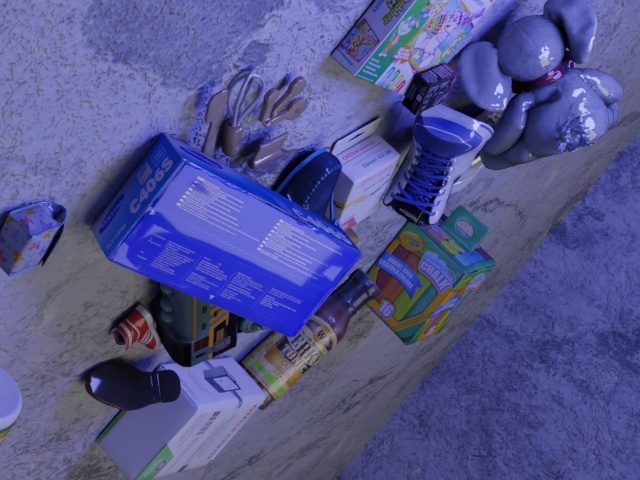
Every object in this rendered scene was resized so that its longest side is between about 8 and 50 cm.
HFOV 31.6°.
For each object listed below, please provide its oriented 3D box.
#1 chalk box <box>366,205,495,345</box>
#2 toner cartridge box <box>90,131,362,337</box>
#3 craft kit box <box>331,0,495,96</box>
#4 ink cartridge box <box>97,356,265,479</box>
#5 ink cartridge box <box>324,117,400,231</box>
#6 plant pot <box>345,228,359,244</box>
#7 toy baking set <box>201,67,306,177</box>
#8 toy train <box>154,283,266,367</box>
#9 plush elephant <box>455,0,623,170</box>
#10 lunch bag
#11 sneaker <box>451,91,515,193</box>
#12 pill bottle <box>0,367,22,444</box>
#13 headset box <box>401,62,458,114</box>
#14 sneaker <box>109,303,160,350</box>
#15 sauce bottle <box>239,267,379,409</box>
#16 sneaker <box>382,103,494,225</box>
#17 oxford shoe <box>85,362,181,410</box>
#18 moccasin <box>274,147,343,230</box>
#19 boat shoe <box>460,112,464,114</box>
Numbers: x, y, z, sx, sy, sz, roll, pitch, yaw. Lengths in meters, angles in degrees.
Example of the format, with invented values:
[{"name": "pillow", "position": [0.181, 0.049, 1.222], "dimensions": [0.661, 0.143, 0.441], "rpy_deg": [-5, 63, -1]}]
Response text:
[{"name": "chalk box", "position": [0.248, 0.058, 2.481], "dimensions": [0.289, 0.180, 0.179], "rpy_deg": [-55, 160, 23]}, {"name": "toner cartridge box", "position": [-0.117, 0.002, 1.509], "dimensions": [0.348, 0.075, 0.165], "rpy_deg": [28, 105, -43]}, {"name": "craft kit box", "position": [0.155, -0.330, 1.651], "dimensions": [0.246, 0.061, 0.250], "rpy_deg": [-53, 160, 15]}, {"name": "ink cartridge box", "position": [-0.251, 0.328, 2.094], "dimensions": [0.198, 0.115, 0.273], "rpy_deg": [-49, 161, 13]}, {"name": "ink cartridge box", "position": [0.061, -0.104, 1.905], "dimensions": [0.115, 0.067, 0.198], "rpy_deg": [-33, 158, -32]}, {"name": "plant pot", "position": [0.000, 0.000, 1.990], "dimensions": [0.083, 0.081, 0.081], "rpy_deg": [-1, 134, -49]}, {"name": "toy baking set", "position": [-0.110, -0.148, 1.519], "dimensions": [0.196, 0.030, 0.256], "rpy_deg": [-56, 159, 21]}, {"name": "toy train", "position": [-0.158, 0.067, 1.718], "dimensions": [0.190, 0.142, 0.334], "rpy_deg": [-27, 156, -21]}, {"name": "plush elephant", "position": [0.380, -0.278, 1.962], "dimensions": [0.272, 0.255, 0.330], "rpy_deg": [-21, -176, 5]}, {"name": "lunch bag", "position": [-0.332, -0.004, 1.312], "dimensions": [0.071, 0.053, 0.083], "rpy_deg": [-53, 169, 27]}, {"name": "sneaker", "position": [0.333, -0.203, 2.181], "dimensions": [0.297, 0.111, 0.129], "rpy_deg": [-41, 171, -15]}, {"name": "pill bottle", "position": [-0.480, 0.261, 1.459], "dimensions": [0.208, 0.117, 0.117], "rpy_deg": [-54, 160, 26]}, {"name": "headset box", "position": [0.173, -0.237, 1.752], "dimensions": [0.083, 0.032, 0.062], "rpy_deg": [-30, 157, -41]}, {"name": "sneaker", "position": [-0.287, 0.150, 1.748], "dimensions": [0.067, 0.042, 0.118], "rpy_deg": [-42, 154, -21]}, {"name": "sauce bottle", "position": [-0.027, 0.193, 2.295], "dimensions": [0.344, 0.111, 0.111], "rpy_deg": [-44, 162, -8]}, {"name": "sneaker", "position": [0.196, -0.118, 1.929], "dimensions": [0.315, 0.127, 0.182], "rpy_deg": [74, 41, -83]}, {"name": "oxford shoe", "position": [-0.321, 0.244, 1.850], "dimensions": [0.076, 0.076, 0.212], "rpy_deg": [-10, 165, 28]}, {"name": "moccasin", "position": [-0.031, -0.001, 1.851], "dimensions": [0.138, 0.117, 0.342], "rpy_deg": [-28, 154, -42]}, {"name": "boat shoe", "position": [0.232, -0.206, 2.108], "dimensions": [0.100, 0.035, 0.035], "rpy_deg": [-37, 164, -4]}]
